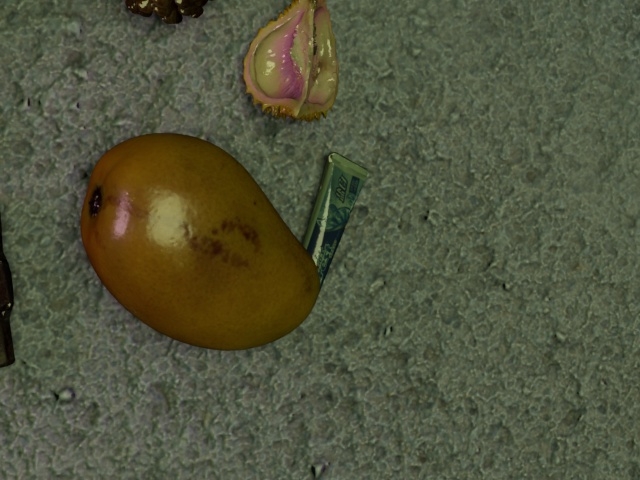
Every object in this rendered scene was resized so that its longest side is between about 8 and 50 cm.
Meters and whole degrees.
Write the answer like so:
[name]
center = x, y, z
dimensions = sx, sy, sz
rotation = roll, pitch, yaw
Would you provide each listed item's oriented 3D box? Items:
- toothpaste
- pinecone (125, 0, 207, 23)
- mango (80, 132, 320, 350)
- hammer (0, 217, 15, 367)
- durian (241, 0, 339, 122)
[toothpaste]
center = 0.001, 0.000, 1.964
dimensions = 0.069, 0.047, 0.268
rotation = 20, 81, -2
[pinecone]
center = -0.210, -0.400, 1.840
dimensions = 0.179, 0.195, 0.150
rotation = 8, 44, -40
[mango]
center = -0.169, 0.012, 1.828
dimensions = 0.378, 0.221, 0.264
rotation = 36, 77, -21
[hammer]
center = -0.614, 0.082, 1.718
dimensions = 0.409, 0.095, 0.242
rotation = -9, 94, -31
[durian]
center = -0.030, -0.261, 1.912
dimensions = 0.165, 0.132, 0.182
rotation = -22, 84, -26
